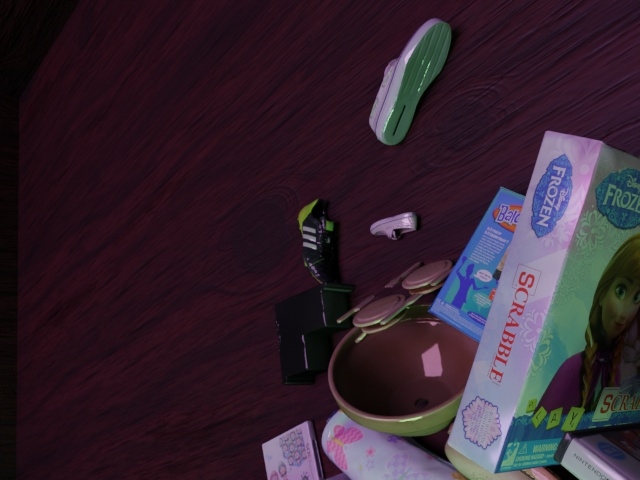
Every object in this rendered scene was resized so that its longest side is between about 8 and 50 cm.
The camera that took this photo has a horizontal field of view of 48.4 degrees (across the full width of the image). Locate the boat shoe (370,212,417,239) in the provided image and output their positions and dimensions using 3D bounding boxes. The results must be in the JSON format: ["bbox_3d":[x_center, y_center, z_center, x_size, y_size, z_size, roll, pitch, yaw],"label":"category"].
[{"bbox_3d":[0.125,-0.019,1.218,0.100,0.035,0.035,-17,66,41],"label":"boat shoe"}]

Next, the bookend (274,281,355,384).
[{"bbox_3d":[-0.004,0.173,1.308,0.157,0.072,0.156,-28,62,44],"label":"bookend"}]

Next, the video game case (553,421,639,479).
[{"bbox_3d":[0.388,0.246,0.639,0.248,0.275,0.035,37,114,48],"label":"video game case"}]

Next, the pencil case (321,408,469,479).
[{"bbox_3d":[0.121,0.349,1.085,0.124,0.113,0.273,-46,38,-12],"label":"pencil case"}]

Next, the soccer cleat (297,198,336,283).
[{"bbox_3d":[0.000,0.000,1.351,0.072,0.060,0.179,-42,49,37],"label":"soccer cleat"}]

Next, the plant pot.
[{"bbox_3d":[0.138,0.208,1.053,0.237,0.237,0.109,27,144,50],"label":"plant pot"}]

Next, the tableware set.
[{"bbox_3d":[0.133,0.090,1.088,0.128,0.194,0.039,-9,111,60],"label":"tableware set"}]

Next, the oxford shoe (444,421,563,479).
[{"bbox_3d":[0.270,0.363,0.839,0.146,0.140,0.397,-50,40,-4],"label":"oxford shoe"}]

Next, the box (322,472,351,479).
[{"bbox_3d":[0.046,0.456,1.073,0.182,0.181,0.119,23,100,35],"label":"box"}]

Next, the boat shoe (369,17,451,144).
[{"bbox_3d":[0.138,-0.277,1.213,0.076,0.083,0.226,49,121,43],"label":"boat shoe"}]

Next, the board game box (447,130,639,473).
[{"bbox_3d":[0.301,0.076,0.751,0.066,0.319,0.318,24,102,49],"label":"board game box"}]

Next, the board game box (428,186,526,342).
[{"bbox_3d":[0.264,0.046,0.980,0.160,0.047,0.210,33,93,50],"label":"board game box"}]

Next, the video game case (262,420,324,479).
[{"bbox_3d":[-0.052,0.436,1.356,0.157,0.019,0.143,-39,54,41],"label":"video game case"}]
